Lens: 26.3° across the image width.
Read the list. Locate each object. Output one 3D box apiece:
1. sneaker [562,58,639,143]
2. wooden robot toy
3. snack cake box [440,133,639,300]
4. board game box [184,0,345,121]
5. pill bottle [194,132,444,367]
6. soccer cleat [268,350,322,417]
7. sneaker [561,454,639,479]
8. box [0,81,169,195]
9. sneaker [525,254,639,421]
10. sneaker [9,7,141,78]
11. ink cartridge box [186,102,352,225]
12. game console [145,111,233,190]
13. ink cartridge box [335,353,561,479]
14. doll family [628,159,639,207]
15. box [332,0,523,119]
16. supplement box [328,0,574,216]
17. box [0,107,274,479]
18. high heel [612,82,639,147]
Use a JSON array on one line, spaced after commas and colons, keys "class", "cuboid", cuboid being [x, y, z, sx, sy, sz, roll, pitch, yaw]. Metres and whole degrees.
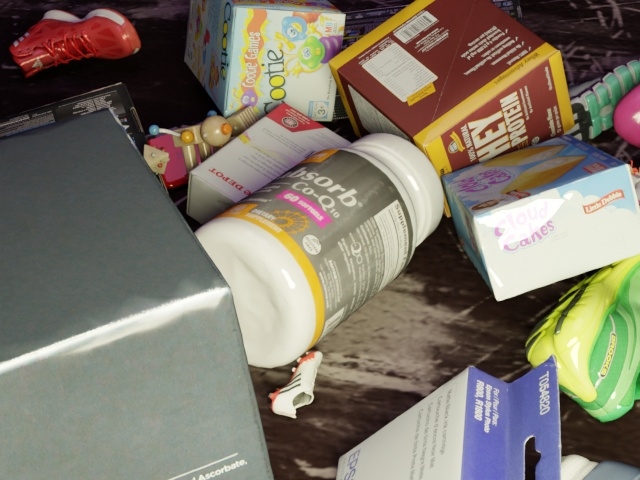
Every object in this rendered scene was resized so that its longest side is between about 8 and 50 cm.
[{"class": "sneaker", "cuboid": [0.343, -0.181, 1.677, 0.223, 0.083, 0.098, -21, 30, -15]}, {"class": "wooden robot toy", "cuboid": [-0.122, -0.116, 1.594, 0.173, 0.076, 0.079, -20, 5, -44]}, {"class": "snack cake box", "cuboid": [0.216, -0.030, 1.375, 0.152, 0.089, 0.264, -17, 11, 1]}, {"class": "board game box", "cuboid": [-0.079, -0.263, 1.791, 0.142, 0.144, 0.275, 1, 22, -17]}, {"class": "pill bottle", "cuboid": [0.000, 0.000, 1.407, 0.162, 0.162, 0.278, 15, 34, 33]}, {"class": "soccer cleat", "cuboid": [-0.017, 0.141, 1.332, 0.035, 0.029, 0.083, 22, 47, 26]}, {"class": "sneaker", "cuboid": [0.283, 0.210, 1.050, 0.322, 0.130, 0.236, -27, 41, -15]}, {"class": "box", "cuboid": [-0.330, -0.041, 1.606, 0.295, 0.073, 0.293, -18, 46, -10]}, {"class": "sneaker", "cuboid": [0.288, 0.085, 1.283, 0.109, 0.123, 0.295, -38, -4, 39]}, {"class": "sneaker", "cuboid": [-0.372, -0.277, 2.027, 0.221, 0.087, 0.128, 7, 43, 44]}, {"class": "ink cartridge box", "cuboid": [-0.052, -0.066, 1.578, 0.127, 0.072, 0.175, 33, 50, 20]}, {"class": "game console", "cuboid": [-0.154, -0.117, 1.769, 0.144, 0.085, 0.124, -20, 65, -14]}, {"class": "ink cartridge box", "cuboid": [0.091, 0.203, 1.078, 0.224, 0.045, 0.223, -39, 21, 28]}, {"class": "doll family", "cuboid": [0.442, -0.045, 1.439, 0.263, 0.118, 0.163, -12, 35, 31]}, {"class": "box", "cuboid": [0.143, -0.251, 1.853, 0.270, 0.060, 0.216, -6, 34, 7]}, {"class": "supplement box", "cuboid": [0.152, -0.169, 1.581, 0.191, 0.129, 0.194, -36, 50, -9]}, {"class": "box", "cuboid": [-0.173, 0.153, 1.017, 0.212, 0.395, 0.293, -20, 35, -14]}, {"class": "high heel", "cuboid": [0.523, -0.137, 1.506, 0.377, 0.127, 0.181, -9, 22, -4]}]
